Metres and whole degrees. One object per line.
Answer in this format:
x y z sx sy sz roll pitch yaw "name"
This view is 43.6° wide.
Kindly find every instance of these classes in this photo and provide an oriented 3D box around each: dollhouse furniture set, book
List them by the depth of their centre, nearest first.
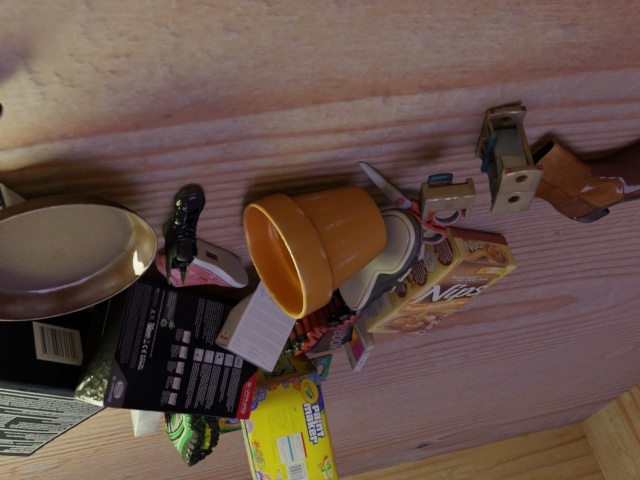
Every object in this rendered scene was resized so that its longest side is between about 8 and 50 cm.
0.251 -0.125 1.318 0.183 0.129 0.129 -6 151 -3 "dollhouse furniture set"
0.088 0.242 1.915 0.035 0.096 0.144 -8 151 -19 "book"

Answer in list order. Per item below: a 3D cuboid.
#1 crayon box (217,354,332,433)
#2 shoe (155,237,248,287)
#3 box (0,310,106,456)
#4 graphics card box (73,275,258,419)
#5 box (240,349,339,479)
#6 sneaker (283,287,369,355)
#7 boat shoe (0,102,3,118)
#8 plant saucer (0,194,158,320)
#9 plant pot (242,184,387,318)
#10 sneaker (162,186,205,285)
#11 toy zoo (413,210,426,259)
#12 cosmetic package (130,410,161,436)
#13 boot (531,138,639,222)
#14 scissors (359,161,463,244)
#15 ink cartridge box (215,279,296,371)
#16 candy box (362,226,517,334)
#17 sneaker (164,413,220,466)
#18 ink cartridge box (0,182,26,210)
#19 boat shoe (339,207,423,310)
-0.120 0.409 2.113 0.322 0.083 0.203 -12 152 -12 "crayon box"
-0.211 0.052 1.435 0.081 0.064 0.178 -29 145 22 "shoe"
-0.571 0.249 1.444 0.294 0.183 0.296 -33 148 23 "box"
-0.261 0.204 1.491 0.094 0.233 0.371 5 170 37 "graphics card box"
-0.089 0.413 1.805 0.176 0.290 0.279 -12 -171 -11 "box"
0.031 0.170 1.751 0.135 0.098 0.276 8 145 -39 "sneaker"
-0.440 -0.154 0.939 0.125 0.046 0.038 -3 155 -9 "boat shoe"
-0.399 0.022 1.186 0.310 0.050 0.311 -19 152 -10 "plant saucer"
0.000 0.000 1.339 0.187 0.205 0.205 -24 156 -22 "plant pot"
-0.218 -0.005 1.291 0.051 0.089 0.170 0 148 -30 "sneaker"
0.064 0.023 1.573 0.293 0.030 0.192 -16 152 -4 "toy zoo"
-0.402 0.363 1.847 0.060 0.099 0.239 -9 152 -22 "cosmetic package"
0.504 -0.148 1.499 0.280 0.096 0.264 18 144 -38 "boot"
0.145 -0.058 1.438 0.297 0.021 0.109 19 129 -40 "scissors"
-0.111 0.147 1.552 0.045 0.179 0.145 11 160 40 "ink cartridge box"
0.250 0.097 1.755 0.182 0.088 0.316 7 144 -39 "candy box"
-0.318 0.398 1.923 0.134 0.146 0.344 -29 148 -44 "sneaker"
-0.519 -0.003 1.164 0.223 0.045 0.224 -23 152 9 "ink cartridge box"
0.123 0.024 1.479 0.095 0.112 0.335 -24 163 -27 "boat shoe"
